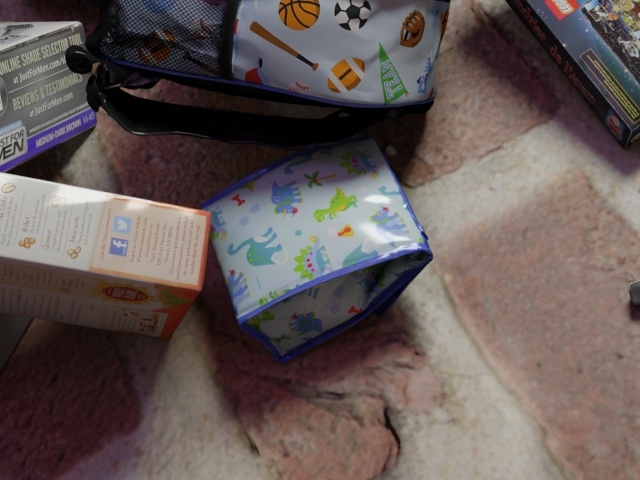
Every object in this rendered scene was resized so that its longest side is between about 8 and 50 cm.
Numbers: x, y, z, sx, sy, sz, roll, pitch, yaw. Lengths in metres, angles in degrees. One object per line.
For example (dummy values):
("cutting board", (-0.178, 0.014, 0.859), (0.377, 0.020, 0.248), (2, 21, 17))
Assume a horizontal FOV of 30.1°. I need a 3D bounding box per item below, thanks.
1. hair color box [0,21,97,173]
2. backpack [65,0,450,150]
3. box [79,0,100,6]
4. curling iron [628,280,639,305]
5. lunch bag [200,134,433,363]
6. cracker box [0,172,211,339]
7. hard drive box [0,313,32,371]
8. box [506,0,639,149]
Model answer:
("hair color box", (-0.400, -0.131, 1.087), (0.338, 0.110, 0.185), (2, 21, 22))
("backpack", (-0.024, -0.190, 0.958), (0.263, 0.276, 0.213), (19, 111, 9))
("box", (-0.204, -0.378, 1.114), (0.242, 0.308, 0.076), (20, 30, 29))
("curling iron", (0.353, 0.018, 0.826), (0.273, 0.035, 0.068), (-6, 57, 15))
("lunch bag", (0.000, 0.000, 0.923), (0.151, 0.096, 0.129), (-31, 53, 10))
("cracker box", (-0.210, 0.010, 0.888), (0.232, 0.156, 0.067), (10, 70, -13))
("hard drive box", (-0.360, 0.076, 1.003), (0.181, 0.089, 0.232), (15, 65, 26))
("box", (0.241, -0.211, 0.959), (0.159, 0.044, 0.233), (-33, 74, -3))
